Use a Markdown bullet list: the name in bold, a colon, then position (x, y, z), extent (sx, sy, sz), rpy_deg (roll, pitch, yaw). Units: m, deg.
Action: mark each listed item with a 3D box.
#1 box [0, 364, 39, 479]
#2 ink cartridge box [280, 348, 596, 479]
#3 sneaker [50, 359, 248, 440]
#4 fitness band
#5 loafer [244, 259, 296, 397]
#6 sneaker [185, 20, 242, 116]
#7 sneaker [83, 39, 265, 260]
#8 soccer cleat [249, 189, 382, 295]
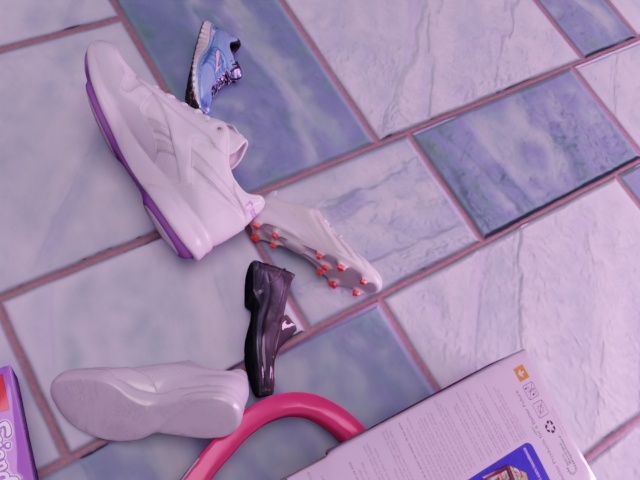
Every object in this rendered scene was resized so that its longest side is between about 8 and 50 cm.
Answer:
- **box**: position (-0.368, 0.287, 0.657), extent (0.201, 0.057, 0.293), rpy_deg (-14, 69, -21)
- **ink cartridge box**: position (0.135, 0.266, 0.762), extent (0.371, 0.069, 0.176), rpy_deg (-17, 75, -35)
- **sneaker**: position (-0.183, 0.165, 0.767), extent (0.212, 0.080, 0.094), rpy_deg (5, 26, 4)
- **fitness band**: position (-0.054, 0.302, 0.743), extent (0.209, 0.054, 0.291), rpy_deg (40, 62, 3)
- **loafer**: position (-0.057, 0.104, 0.832), extent (0.061, 0.062, 0.170), rpy_deg (7, 64, -17)
- **sneaker**: position (-0.146, -0.238, 0.973), extent (0.073, 0.063, 0.162), rpy_deg (13, 62, -12)
- **sneaker**: position (-0.185, -0.128, 0.874), extent (0.152, 0.114, 0.305), rpy_deg (-31, 85, -14)
- **soccer cleat**: position (0.000, 0.000, 0.896), extent (0.196, 0.068, 0.076), rpy_deg (30, 58, 4)
